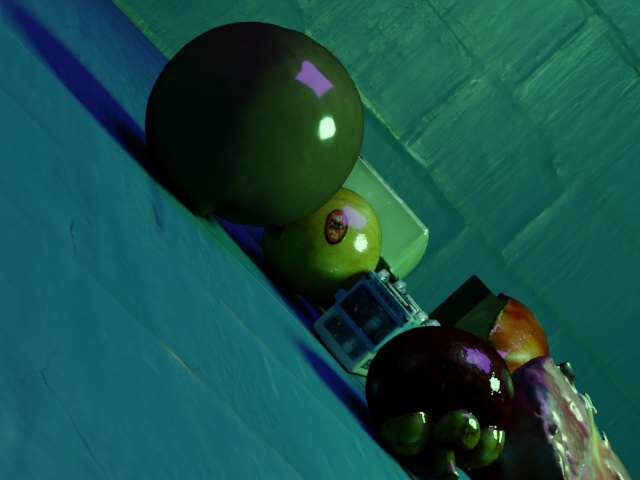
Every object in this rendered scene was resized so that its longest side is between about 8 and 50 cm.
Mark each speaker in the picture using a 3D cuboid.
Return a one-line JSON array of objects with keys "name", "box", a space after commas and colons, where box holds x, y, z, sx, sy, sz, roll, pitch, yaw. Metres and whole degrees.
[{"name": "speaker", "box": [0.191, 0.151, 2.064, 0.044, 0.218, 0.082, 51, 6, 30]}]

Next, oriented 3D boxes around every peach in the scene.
[{"name": "peach", "box": [0.363, 0.259, 2.565, 0.201, 0.258, 0.362, 42, 1, -3]}]

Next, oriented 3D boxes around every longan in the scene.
[{"name": "longan", "box": [-0.087, -0.151, 1.682, 0.297, 0.297, 0.297, 47, 4, -4]}]

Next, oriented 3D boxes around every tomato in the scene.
[{"name": "tomato", "box": [0.287, 0.331, 1.643, 0.335, 0.176, 0.290, 59, 19, -13]}]

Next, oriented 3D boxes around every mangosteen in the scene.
[{"name": "mangosteen", "box": [0.142, 0.198, 1.535, 0.200, 0.200, 0.200, 47, 4, -4]}]

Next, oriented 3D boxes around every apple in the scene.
[{"name": "apple", "box": [0.000, 0.000, 1.833, 0.155, 0.182, 0.182, 19, 17, -26]}]

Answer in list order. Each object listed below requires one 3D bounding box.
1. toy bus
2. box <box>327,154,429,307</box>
[{"name": "toy bus", "box": [0.088, 0.125, 1.842, 0.106, 0.131, 0.297, 49, 5, 15]}, {"name": "box", "box": [0.050, 0.002, 2.066, 0.220, 0.166, 0.290, 48, -10, 10]}]
